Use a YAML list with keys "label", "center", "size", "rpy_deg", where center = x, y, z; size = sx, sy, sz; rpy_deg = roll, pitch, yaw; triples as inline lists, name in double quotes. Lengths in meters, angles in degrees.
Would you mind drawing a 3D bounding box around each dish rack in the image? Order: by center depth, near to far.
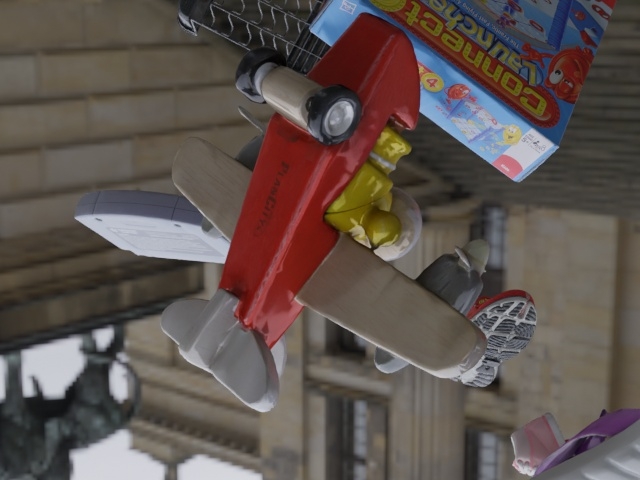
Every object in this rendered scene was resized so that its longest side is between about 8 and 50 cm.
- label: "dish rack"
  center: [-0.064, -0.361, 1.916]
  size: [0.271, 0.208, 0.074]
  rpy_deg: [28, -179, 8]

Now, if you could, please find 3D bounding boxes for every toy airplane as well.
- label: "toy airplane"
  center: [0.000, 0.000, 1.385]
  size: [0.272, 0.386, 0.384]
  rpy_deg: [4, 156, -45]

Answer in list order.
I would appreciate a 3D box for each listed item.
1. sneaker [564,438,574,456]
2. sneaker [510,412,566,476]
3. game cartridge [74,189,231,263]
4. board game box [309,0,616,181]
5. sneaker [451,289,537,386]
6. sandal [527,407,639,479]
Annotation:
- label: "sneaker"
  center: [0.347, 0.386, 1.944]
  size: [0.090, 0.145, 0.270]
  rpy_deg: [16, 154, -12]
- label: "sneaker"
  center: [0.270, 0.277, 1.532]
  size: [0.070, 0.134, 0.051]
  rpy_deg: [-22, 156, -4]
- label: "game cartridge"
  center: [-0.266, -0.024, 2.214]
  size: [0.297, 0.062, 0.198]
  rpy_deg: [5, 155, 32]
- label: "board game box"
  center: [0.182, -0.274, 1.539]
  size: [0.308, 0.086, 0.302]
  rpy_deg: [35, -128, -9]
- label: "sneaker"
  center: [0.267, 0.135, 2.093]
  size: [0.107, 0.118, 0.279]
  rpy_deg: [15, 149, -9]
- label: "sandal"
  center: [0.284, 0.192, 1.131]
  size: [0.416, 0.169, 0.102]
  rpy_deg: [-37, -148, 18]
